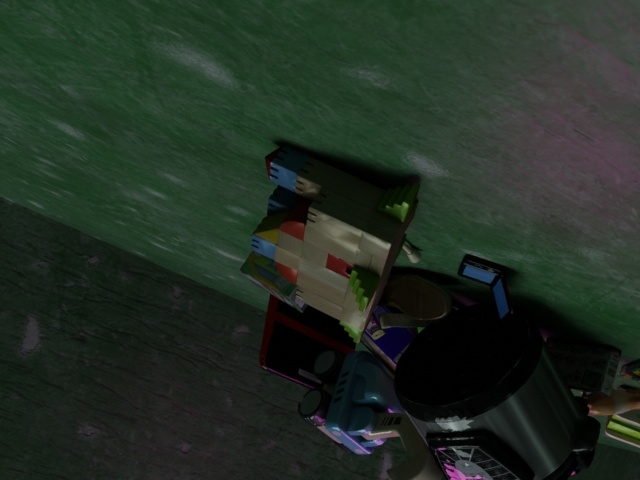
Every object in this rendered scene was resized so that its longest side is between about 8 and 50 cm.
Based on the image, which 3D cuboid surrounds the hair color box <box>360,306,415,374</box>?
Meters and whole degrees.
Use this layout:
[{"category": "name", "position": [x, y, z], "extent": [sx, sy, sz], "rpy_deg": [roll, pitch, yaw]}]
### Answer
[{"category": "hair color box", "position": [0.181, 0.276, 2.090], "extent": [0.339, 0.110, 0.185], "rpy_deg": [43, 169, 5]}]

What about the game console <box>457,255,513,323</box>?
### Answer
[{"category": "game console", "position": [0.332, 0.102, 1.453], "extent": [0.124, 0.085, 0.144], "rpy_deg": [19, 166, 10]}]

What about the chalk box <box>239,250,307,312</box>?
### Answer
[{"category": "chalk box", "position": [-0.074, 0.090, 1.865], "extent": [0.213, 0.132, 0.132], "rpy_deg": [27, 167, 25]}]

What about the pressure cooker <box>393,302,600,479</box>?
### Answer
[{"category": "pressure cooker", "position": [0.418, 0.405, 1.685], "extent": [0.420, 0.376, 0.370], "rpy_deg": [58, 179, -23]}]

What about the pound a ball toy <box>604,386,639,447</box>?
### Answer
[{"category": "pound a ball toy", "position": [1.000, 0.506, 2.022], "extent": [0.319, 0.135, 0.208], "rpy_deg": [17, 141, 18]}]

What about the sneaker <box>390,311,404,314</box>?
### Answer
[{"category": "sneaker", "position": [0.210, 0.280, 2.331], "extent": [0.121, 0.108, 0.302], "rpy_deg": [18, 169, -6]}]

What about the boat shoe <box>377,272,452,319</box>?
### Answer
[{"category": "boat shoe", "position": [0.219, 0.122, 1.729], "extent": [0.089, 0.104, 0.285], "rpy_deg": [-10, -166, -35]}]

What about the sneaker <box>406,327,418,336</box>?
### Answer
[{"category": "sneaker", "position": [0.347, 0.282, 2.143], "extent": [0.161, 0.102, 0.282], "rpy_deg": [13, 165, 19]}]

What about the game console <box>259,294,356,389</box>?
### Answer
[{"category": "game console", "position": [-0.026, 0.295, 2.260], "extent": [0.060, 0.342, 0.386], "rpy_deg": [-12, 147, 43]}]

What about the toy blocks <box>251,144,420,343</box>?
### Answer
[{"category": "toy blocks", "position": [0.000, 0.000, 1.265], "extent": [0.261, 0.190, 0.381], "rpy_deg": [25, 145, 11]}]

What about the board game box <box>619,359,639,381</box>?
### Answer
[{"category": "board game box", "position": [0.817, 0.318, 1.697], "extent": [0.136, 0.030, 0.259], "rpy_deg": [21, 167, 12]}]

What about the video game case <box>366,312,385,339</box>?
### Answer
[{"category": "video game case", "position": [0.074, 0.130, 1.796], "extent": [0.232, 0.042, 0.210], "rpy_deg": [56, -179, 22]}]

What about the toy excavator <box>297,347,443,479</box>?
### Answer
[{"category": "toy excavator", "position": [0.161, 0.497, 2.019], "extent": [0.445, 0.433, 0.222], "rpy_deg": [-19, 128, 40]}]

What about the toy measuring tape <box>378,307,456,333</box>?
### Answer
[{"category": "toy measuring tape", "position": [0.259, 0.218, 1.851], "extent": [0.330, 0.121, 0.121], "rpy_deg": [3, 180, -35]}]

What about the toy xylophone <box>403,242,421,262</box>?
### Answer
[{"category": "toy xylophone", "position": [0.061, 0.006, 1.503], "extent": [0.236, 0.081, 0.323], "rpy_deg": [8, 162, 44]}]

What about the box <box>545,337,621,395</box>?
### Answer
[{"category": "box", "position": [0.630, 0.308, 1.761], "extent": [0.036, 0.114, 0.207], "rpy_deg": [27, 166, -25]}]

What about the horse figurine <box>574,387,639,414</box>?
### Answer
[{"category": "horse figurine", "position": [0.719, 0.393, 1.773], "extent": [0.263, 0.066, 0.174], "rpy_deg": [-2, 174, -3]}]
